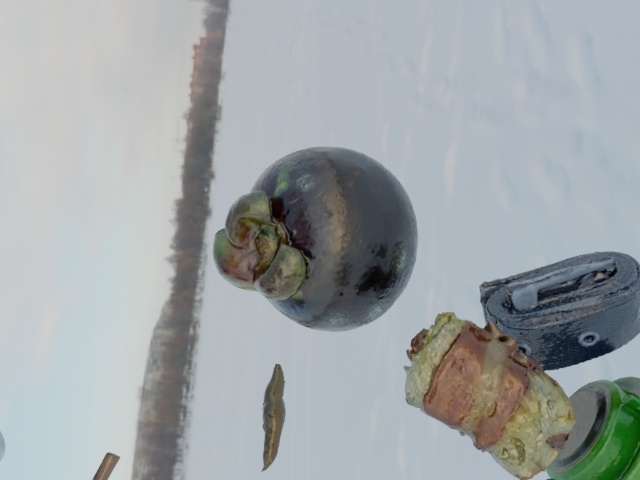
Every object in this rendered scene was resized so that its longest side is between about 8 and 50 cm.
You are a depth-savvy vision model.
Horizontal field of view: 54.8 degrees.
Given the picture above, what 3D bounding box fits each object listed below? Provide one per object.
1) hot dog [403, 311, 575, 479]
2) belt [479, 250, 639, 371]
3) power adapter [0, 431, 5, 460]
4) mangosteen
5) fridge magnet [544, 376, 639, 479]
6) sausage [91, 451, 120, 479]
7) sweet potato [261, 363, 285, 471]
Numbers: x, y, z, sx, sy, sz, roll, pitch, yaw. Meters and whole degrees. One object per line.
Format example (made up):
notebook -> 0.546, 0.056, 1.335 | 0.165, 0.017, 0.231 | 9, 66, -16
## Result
hot dog -> 0.200, 0.180, 0.747 | 0.146, 0.213, 0.103 | -56, -16, 12
belt -> 0.337, 0.086, 0.846 | 0.122, 0.218, 0.128 | -105, -2, -56
power adapter -> -0.618, 0.310, 0.984 | 0.187, 0.124, 0.255 | 55, -173, 9
mangosteen -> 0.000, 0.000, 0.907 | 0.288, 0.288, 0.287 | -174, 90, -79
fridge magnet -> 0.382, 0.275, 0.848 | 0.208, 0.088, 0.208 | -57, -2, -4
sausage -> -0.376, 0.414, 1.040 | 0.116, 0.026, 0.026 | -64, 7, -12
sweet potato -> -0.123, 0.458, 1.606 | 0.067, 0.067, 0.273 | 119, 159, -64
